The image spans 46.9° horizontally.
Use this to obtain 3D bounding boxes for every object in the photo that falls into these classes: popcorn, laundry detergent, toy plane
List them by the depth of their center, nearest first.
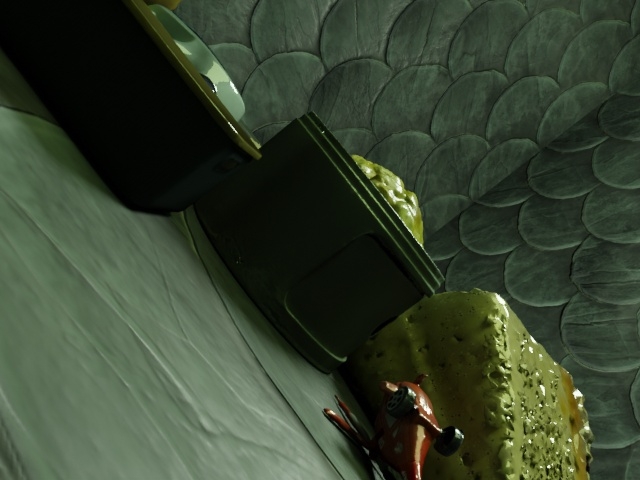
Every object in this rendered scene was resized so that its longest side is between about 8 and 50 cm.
[{"bbox_3d":[0.061,0.161,0.571,0.126,0.077,0.194,44,11,8],"label":"toy plane"},{"bbox_3d":[-0.196,-0.237,1.042,0.215,0.105,0.280,51,5,-22],"label":"laundry detergent"},{"bbox_3d":[0.048,-0.001,1.118,0.237,0.206,0.251,38,-13,18],"label":"popcorn"}]

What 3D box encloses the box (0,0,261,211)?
[{"bbox_3d":[-0.143,-0.119,0.548,0.201,0.090,0.144,52,3,1],"label":"box"}]

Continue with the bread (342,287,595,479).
[{"bbox_3d":[0.136,0.241,0.796,0.248,0.279,0.315,49,47,-39],"label":"bread"}]

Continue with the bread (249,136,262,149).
[{"bbox_3d":[-0.065,-0.044,0.909,0.157,0.083,0.094,45,10,-49],"label":"bread"}]

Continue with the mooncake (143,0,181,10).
[{"bbox_3d":[-0.325,-0.513,1.361,0.235,0.235,0.117,54,7,36],"label":"mooncake"}]

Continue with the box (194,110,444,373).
[{"bbox_3d":[0.000,0.000,0.751,0.226,0.149,0.226,52,4,-5],"label":"box"}]
